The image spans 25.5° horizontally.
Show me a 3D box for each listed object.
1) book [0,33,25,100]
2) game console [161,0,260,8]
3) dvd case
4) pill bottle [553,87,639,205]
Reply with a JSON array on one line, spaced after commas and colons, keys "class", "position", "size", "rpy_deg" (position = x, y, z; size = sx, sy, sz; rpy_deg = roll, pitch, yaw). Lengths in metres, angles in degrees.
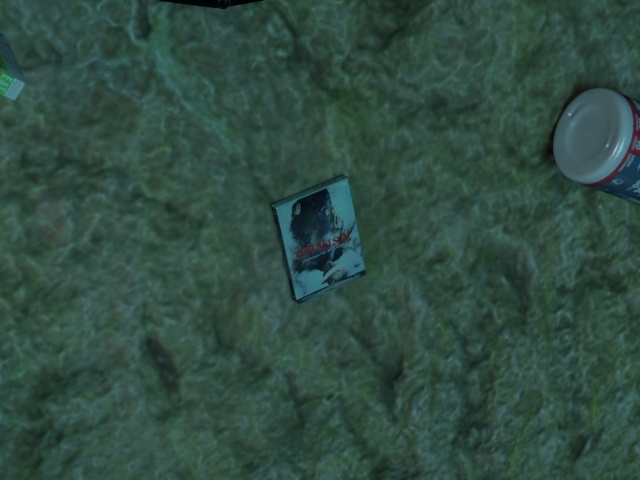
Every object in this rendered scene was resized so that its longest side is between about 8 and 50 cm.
[{"class": "book", "position": [-0.316, -0.170, 1.152], "size": [0.144, 0.096, 0.035], "rpy_deg": [27, 102, -36]}, {"class": "game console", "position": [-0.095, -0.278, 1.285], "size": [0.107, 0.071, 0.122], "rpy_deg": [7, 111, -1]}, {"class": "dvd case", "position": [0.000, 0.000, 1.469], "size": [0.087, 0.013, 0.119], "rpy_deg": [-23, 123, -20]}, {"class": "pill bottle", "position": [0.357, -0.095, 1.575], "size": [0.180, 0.108, 0.108], "rpy_deg": [16, 104, -35]}]
